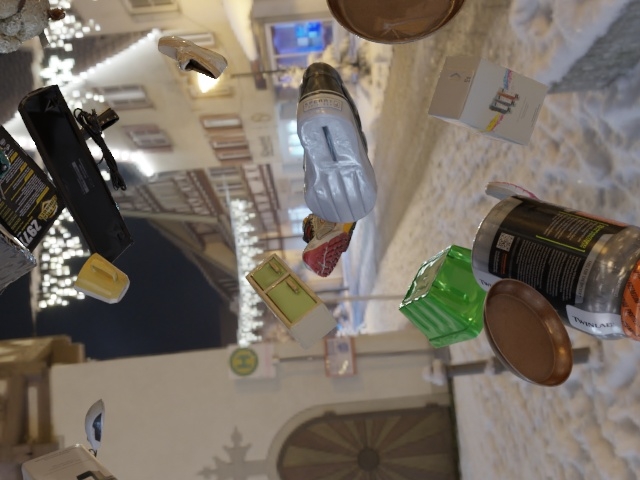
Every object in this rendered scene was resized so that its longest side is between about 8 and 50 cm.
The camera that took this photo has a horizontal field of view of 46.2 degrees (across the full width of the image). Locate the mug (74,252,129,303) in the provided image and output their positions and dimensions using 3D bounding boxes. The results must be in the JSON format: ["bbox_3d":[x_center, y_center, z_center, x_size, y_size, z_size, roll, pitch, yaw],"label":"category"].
[{"bbox_3d":[-0.316,0.061,1.089,0.062,0.064,0.078,-61,1,1],"label":"mug"}]

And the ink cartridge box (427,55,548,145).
[{"bbox_3d":[0.328,-0.278,1.487,0.128,0.176,0.127,32,104,64],"label":"ink cartridge box"}]

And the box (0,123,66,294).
[{"bbox_3d":[-0.696,-0.044,1.540,0.322,0.079,0.257,-62,-31,-25],"label":"box"}]

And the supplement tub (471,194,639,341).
[{"bbox_3d":[0.429,0.047,1.263,0.316,0.193,0.194,24,127,49],"label":"supplement tub"}]

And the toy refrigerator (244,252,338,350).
[{"bbox_3d":[-0.077,0.140,1.810,0.269,0.102,0.094,42,168,53],"label":"toy refrigerator"}]

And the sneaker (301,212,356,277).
[{"bbox_3d":[0.000,0.000,1.385,0.225,0.092,0.088,-50,-21,-69],"label":"sneaker"}]

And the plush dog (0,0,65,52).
[{"bbox_3d":[-0.854,-0.659,2.065,0.225,0.210,0.262,15,-94,-71],"label":"plush dog"}]

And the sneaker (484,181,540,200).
[{"bbox_3d":[0.524,-0.069,1.929,0.103,0.252,0.111,8,-68,-59],"label":"sneaker"}]

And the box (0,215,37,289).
[{"bbox_3d":[-0.716,-0.028,0.929,0.480,0.472,0.297,49,165,4],"label":"box"}]

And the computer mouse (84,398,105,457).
[{"bbox_3d":[-0.571,0.484,1.875,0.106,0.042,0.193,-136,54,-61],"label":"computer mouse"}]

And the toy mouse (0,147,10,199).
[{"bbox_3d":[-0.601,-0.136,1.345,0.143,0.161,0.031,52,-150,-7],"label":"toy mouse"}]

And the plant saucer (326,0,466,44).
[{"bbox_3d":[0.166,-0.541,1.624,0.050,0.310,0.311,73,-170,-65],"label":"plant saucer"}]

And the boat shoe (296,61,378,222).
[{"bbox_3d":[0.030,-0.144,1.176,0.335,0.121,0.119,82,-170,-62],"label":"boat shoe"}]

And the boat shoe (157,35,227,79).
[{"bbox_3d":[-0.300,-0.415,1.715,0.063,0.170,0.059,93,-162,-68],"label":"boat shoe"}]

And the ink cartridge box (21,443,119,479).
[{"bbox_3d":[-0.304,0.388,0.981,0.219,0.092,0.160,14,112,50],"label":"ink cartridge box"}]

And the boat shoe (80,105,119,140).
[{"bbox_3d":[-0.551,-0.274,1.836,0.042,0.133,0.049,45,158,-1],"label":"boat shoe"}]

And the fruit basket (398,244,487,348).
[{"bbox_3d":[0.453,0.180,2.118,0.283,0.392,0.392,-61,-10,-16],"label":"fruit basket"}]

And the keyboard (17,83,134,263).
[{"bbox_3d":[-0.413,-0.121,1.319,0.201,0.033,0.317,-63,-44,-62],"label":"keyboard"}]

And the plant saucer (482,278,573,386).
[{"bbox_3d":[0.291,0.135,1.075,0.029,0.168,0.168,-42,43,43],"label":"plant saucer"}]
